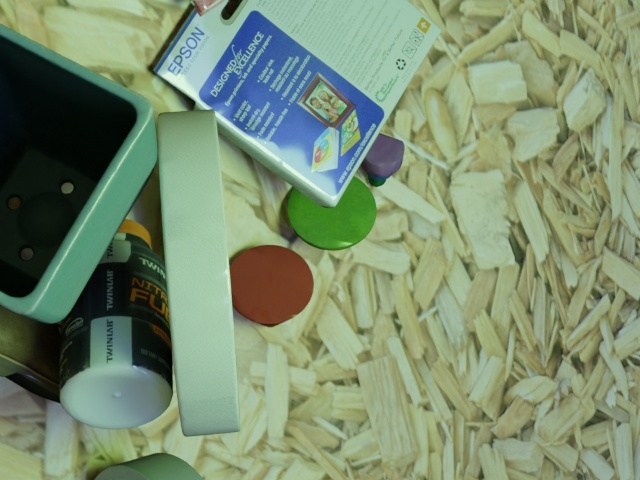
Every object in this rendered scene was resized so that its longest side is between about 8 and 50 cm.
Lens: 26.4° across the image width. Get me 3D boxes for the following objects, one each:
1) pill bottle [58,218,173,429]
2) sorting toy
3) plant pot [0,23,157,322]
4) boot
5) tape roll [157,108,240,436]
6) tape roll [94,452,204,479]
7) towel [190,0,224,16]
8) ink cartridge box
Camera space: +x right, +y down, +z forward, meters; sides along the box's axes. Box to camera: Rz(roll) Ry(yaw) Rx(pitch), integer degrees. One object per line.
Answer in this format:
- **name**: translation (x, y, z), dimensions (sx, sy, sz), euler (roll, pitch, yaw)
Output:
- **pill bottle**: translation (-0.242, 0.089, 1.614), dimensions (0.130, 0.130, 0.245), euler (48, 25, -44)
- **sorting toy**: translation (0.000, 0.000, 1.958), dimensions (0.365, 0.127, 0.126), euler (-51, 164, -25)
- **plant pot**: translation (-0.319, -0.054, 1.459), dimensions (0.248, 0.247, 0.252), euler (-61, 170, -12)
- **boot**: translation (-0.328, 0.130, 1.636), dimensions (0.305, 0.112, 0.115), euler (36, 67, -45)
- **tape roll**: translation (-0.144, 0.038, 1.618), dimensions (0.072, 0.392, 0.392), euler (-5, 112, -5)
- **tape roll**: translation (-0.214, 0.388, 1.756), dimensions (0.072, 0.219, 0.219), euler (-10, 111, -43)
- **towel**: translation (-0.149, -0.393, 1.669), dimensions (0.144, 0.029, 0.197), euler (-45, 117, -28)
- **ink cartridge box**: translation (-0.030, -0.251, 1.807), dimensions (0.307, 0.072, 0.303), euler (36, 76, -19)
